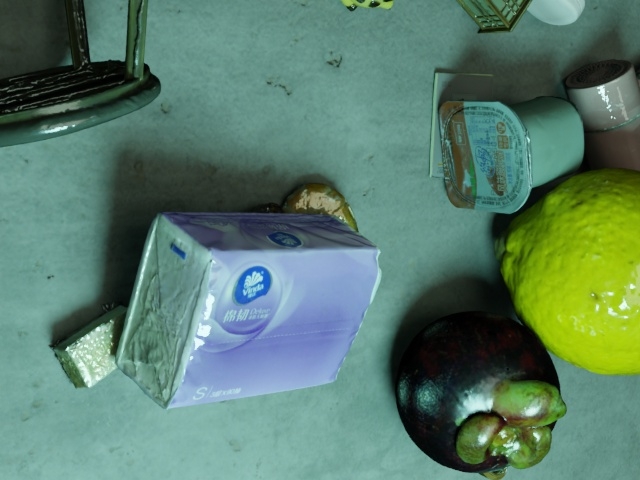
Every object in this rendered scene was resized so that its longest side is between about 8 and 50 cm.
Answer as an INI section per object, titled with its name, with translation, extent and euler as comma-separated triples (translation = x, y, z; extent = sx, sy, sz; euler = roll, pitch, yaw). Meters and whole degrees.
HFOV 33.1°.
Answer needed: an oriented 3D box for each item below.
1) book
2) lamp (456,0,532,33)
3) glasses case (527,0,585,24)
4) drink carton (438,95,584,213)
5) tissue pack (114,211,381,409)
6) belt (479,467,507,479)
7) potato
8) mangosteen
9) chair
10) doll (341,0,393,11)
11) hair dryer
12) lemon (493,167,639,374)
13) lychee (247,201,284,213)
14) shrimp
[book]
translation = 0.242, -0.196, 1.846
extent = 0.127, 0.014, 0.181
euler = -2, 98, -32
[lamp]
translation = 0.213, -0.471, 1.745
extent = 0.325, 0.090, 0.089
euler = 40, 76, -29
[glasses case]
translation = 0.338, -0.476, 1.809
extent = 0.297, 0.113, 0.075
euler = 43, 76, -30
[drink carton]
translation = 0.331, -0.151, 1.800
extent = 0.189, 0.191, 0.185
euler = -13, 102, -38
[tissue pack]
translation = -0.091, 0.092, 1.529
extent = 0.338, 0.160, 0.242
euler = -1, 117, -45
[belt]
translation = 0.306, 0.399, 1.959
extent = 0.059, 0.036, 0.083
euler = -35, 113, -22
[potato]
translation = -0.307, 0.146, 1.521
extent = 0.122, 0.061, 0.086
euler = -35, 112, -25
[mangosteen]
translation = 0.263, 0.255, 1.766
extent = 0.288, 0.288, 0.288
euler = -5, 100, -32
[chair]
translation = -0.370, -0.336, 1.254
extent = 0.364, 0.362, 0.410
euler = -20, 112, -29
[doll]
translation = 0.007, -0.423, 1.624
extent = 0.291, 0.086, 0.117
euler = 15, 118, -32
[hair dryer]
translation = 0.611, -0.267, 2.019
extent = 0.352, 0.125, 0.210
euler = -36, 115, -30
[lemon]
translation = 0.485, 0.052, 1.823
extent = 0.387, 0.350, 0.350
euler = 7, 94, 10
[lychee]
translation = -0.079, -0.024, 1.636
extent = 0.083, 0.068, 0.067
euler = -7, 79, -13
[shrimp]
translation = 0.000, -0.001, 1.710
extent = 0.132, 0.051, 0.187
euler = -29, 108, -3
